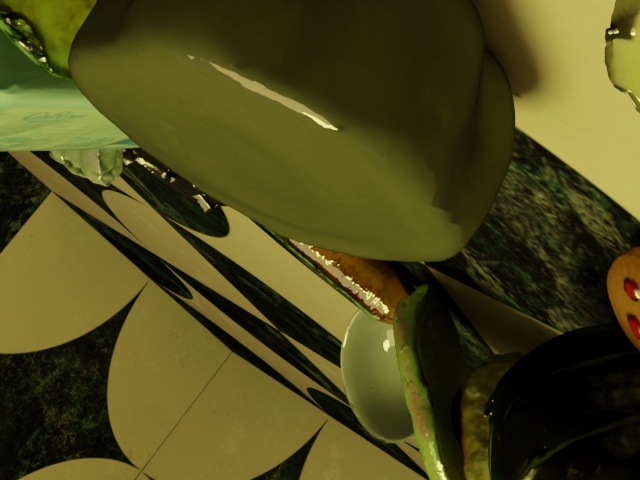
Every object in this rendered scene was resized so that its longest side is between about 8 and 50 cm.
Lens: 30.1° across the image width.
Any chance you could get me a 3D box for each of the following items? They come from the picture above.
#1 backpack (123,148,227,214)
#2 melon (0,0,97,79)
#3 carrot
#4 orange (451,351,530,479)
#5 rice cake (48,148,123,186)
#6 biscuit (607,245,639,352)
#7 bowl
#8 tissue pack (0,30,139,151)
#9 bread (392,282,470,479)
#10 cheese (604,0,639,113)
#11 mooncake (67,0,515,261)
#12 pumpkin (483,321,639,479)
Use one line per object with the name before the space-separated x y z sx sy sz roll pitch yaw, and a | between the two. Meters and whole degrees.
backpack | -0.116 -0.108 1.170 0.206 0.133 0.258 39 163 -27
melon | -0.173 -0.213 0.765 0.129 0.169 0.265 34 168 23
carrot | 0.000 0.000 1.381 0.260 0.070 0.070 38 169 0
orange | 0.270 0.284 1.209 0.271 0.210 0.368 26 -133 -68
rice cake | -0.218 -0.160 1.113 0.038 0.211 0.124 -12 -154 -38
biscuit | 0.262 0.075 0.750 0.250 0.036 0.165 38 147 55
bowl | 0.116 0.167 1.574 0.086 0.189 0.189 -7 -160 -36
tissue pack | -0.191 -0.126 0.935 0.263 0.089 0.177 -4 171 -45
bread | 0.139 0.190 1.295 0.301 0.045 0.301 -17 -90 -74
cheese | 0.241 -0.036 0.504 0.255 0.050 0.127 33 168 23
mooncake | -0.012 -0.093 0.742 0.275 0.135 0.275 21 162 7
pumpkin | 0.274 0.197 0.926 0.296 0.296 0.296 36 169 8
